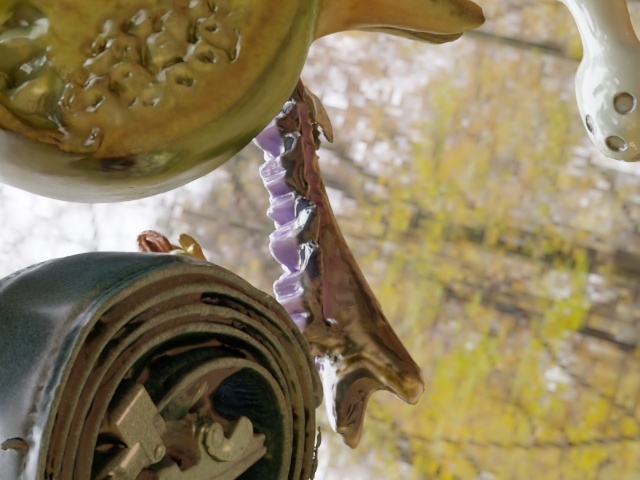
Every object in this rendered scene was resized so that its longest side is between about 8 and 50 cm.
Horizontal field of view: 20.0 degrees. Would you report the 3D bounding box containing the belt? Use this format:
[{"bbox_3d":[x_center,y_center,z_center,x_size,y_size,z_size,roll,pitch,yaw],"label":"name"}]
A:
[{"bbox_3d":[-0.098,0.108,0.960,0.267,0.116,0.206,-5,-82,-57],"label":"belt"}]

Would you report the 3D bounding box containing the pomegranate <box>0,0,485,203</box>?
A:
[{"bbox_3d":[-0.086,-0.164,1.043,0.216,0.358,0.310,135,139,-73],"label":"pomegranate"}]

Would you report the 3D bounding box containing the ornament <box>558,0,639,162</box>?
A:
[{"bbox_3d":[0.222,-0.132,1.368,0.081,0.075,0.156,118,140,-62],"label":"ornament"}]

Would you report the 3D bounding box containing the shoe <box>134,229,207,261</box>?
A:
[{"bbox_3d":[-0.145,0.031,1.774,0.069,0.072,0.109,45,-167,-31],"label":"shoe"}]

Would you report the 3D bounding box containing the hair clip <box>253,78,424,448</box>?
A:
[{"bbox_3d":[0.000,0.000,1.225,0.106,0.084,0.292,65,-171,-54],"label":"hair clip"}]
